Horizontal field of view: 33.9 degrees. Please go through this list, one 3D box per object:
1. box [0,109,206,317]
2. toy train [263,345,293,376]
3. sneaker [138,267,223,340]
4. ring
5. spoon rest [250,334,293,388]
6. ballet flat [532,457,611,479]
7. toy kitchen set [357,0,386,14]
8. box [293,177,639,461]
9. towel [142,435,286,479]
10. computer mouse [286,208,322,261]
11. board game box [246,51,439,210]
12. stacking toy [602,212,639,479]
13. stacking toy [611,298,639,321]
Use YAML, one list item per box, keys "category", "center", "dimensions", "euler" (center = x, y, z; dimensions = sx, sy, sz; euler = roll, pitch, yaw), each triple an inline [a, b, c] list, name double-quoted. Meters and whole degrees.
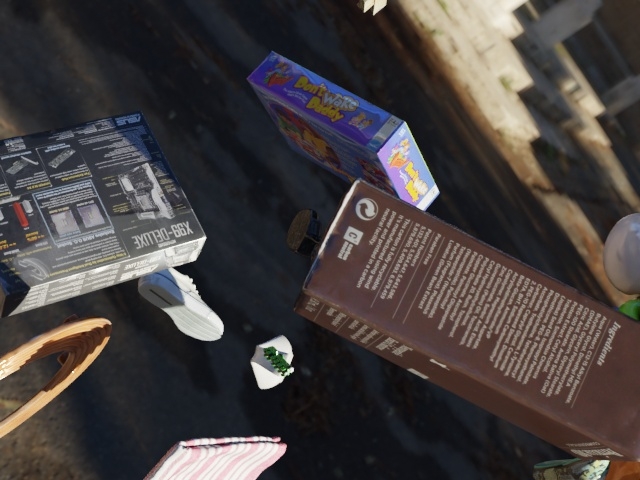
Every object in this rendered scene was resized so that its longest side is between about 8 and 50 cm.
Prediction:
- category: "box"
  center: [-0.353, -0.047, 1.514]
  dimensions: [0.308, 0.076, 0.242]
  euler: [-18, 68, -31]
- category: "toy train"
  center: [-0.069, 0.196, 1.709]
  dimensions: [0.083, 0.024, 0.017]
  euler: [39, -43, 53]
- category: "sneaker"
  center: [-0.295, 0.126, 2.300]
  dimensions: [0.258, 0.094, 0.091]
  euler: [49, 35, -41]
- category: "ring"
  center: [-0.395, 0.190, 1.252]
  dimensions: [0.032, 0.336, 0.336]
  euler: [51, 18, 8]
- category: "spoon rest"
  center: [-0.115, 0.280, 2.449]
  dimensions: [0.084, 0.137, 0.276]
  euler: [23, -9, 2]
- category: "ballet flat"
  center: [0.360, 0.332, 1.467]
  dimensions: [0.070, 0.070, 0.188]
  euler: [59, -18, 9]
- category: "toy kitchen set"
  center: [0.080, -0.434, 1.780]
  dimensions: [0.075, 0.083, 0.068]
  euler: [46, -12, 12]
- category: "box"
  center: [0.168, 0.094, 1.132]
  dimensions: [0.382, 0.143, 0.191]
  euler: [26, -12, 1]
- category: "towel"
  center: [-0.138, 0.283, 1.212]
  dimensions: [0.029, 0.144, 0.197]
  euler: [49, 19, 30]
- category: "computer mouse"
  center: [0.000, 0.000, 1.507]
  dimensions: [0.041, 0.071, 0.242]
  euler: [23, 2, -17]
- category: "board game box"
  center: [0.042, -0.195, 1.967]
  dimensions: [0.347, 0.078, 0.233]
  euler: [34, -13, 35]
- category: "stacking toy"
  center: [0.532, 0.190, 1.541]
  dimensions: [0.351, 0.351, 0.479]
  euler: [0, 75, -68]
- category: "stacking toy"
  center: [0.433, 0.117, 1.367]
  dimensions: [0.141, 0.330, 0.141]
  euler: [27, 42, -27]
